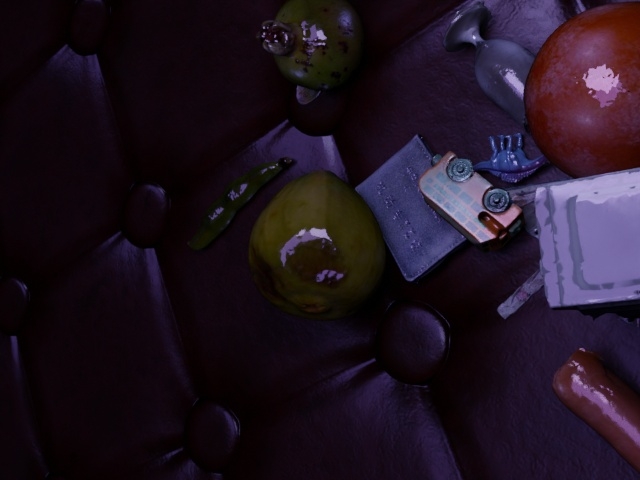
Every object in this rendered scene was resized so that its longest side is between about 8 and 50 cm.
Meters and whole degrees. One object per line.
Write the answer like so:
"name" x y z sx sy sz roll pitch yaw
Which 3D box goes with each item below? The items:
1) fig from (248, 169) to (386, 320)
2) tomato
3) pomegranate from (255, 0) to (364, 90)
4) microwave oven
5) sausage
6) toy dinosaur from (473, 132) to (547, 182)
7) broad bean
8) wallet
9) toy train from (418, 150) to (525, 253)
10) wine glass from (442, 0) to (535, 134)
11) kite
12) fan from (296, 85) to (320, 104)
"fig" 0.000 0.000 1.554 0.239 0.239 0.271 -10 58 33
"tomato" 0.411 -0.203 1.255 0.265 0.265 0.265 -3 85 34
"pomegranate" -0.025 -0.369 1.605 0.179 0.210 0.179 -33 47 42
"microwave oven" 0.439 0.014 1.193 0.237 0.295 0.181 -8 81 30
"sausage" 0.496 0.323 1.259 0.094 0.094 0.419 -42 61 0
"toy dinosaur" 0.311 -0.134 1.453 0.197 0.045 0.080 1 100 41
"broad bean" -0.170 -0.083 1.778 0.297 0.043 0.060 -42 74 23
"wallet" 0.167 -0.053 1.548 0.167 0.036 0.222 -40 65 25
"toy train" 0.241 -0.063 1.447 0.188 0.072 0.099 43 92 24
"wine glass" 0.298 -0.277 1.438 0.103 0.103 0.222 -47 63 22
"kite" 0.393 0.015 1.404 0.335 0.011 0.314 49 112 27
"fan" -0.022 -0.302 1.716 0.060 0.003 0.080 -3 85 34
